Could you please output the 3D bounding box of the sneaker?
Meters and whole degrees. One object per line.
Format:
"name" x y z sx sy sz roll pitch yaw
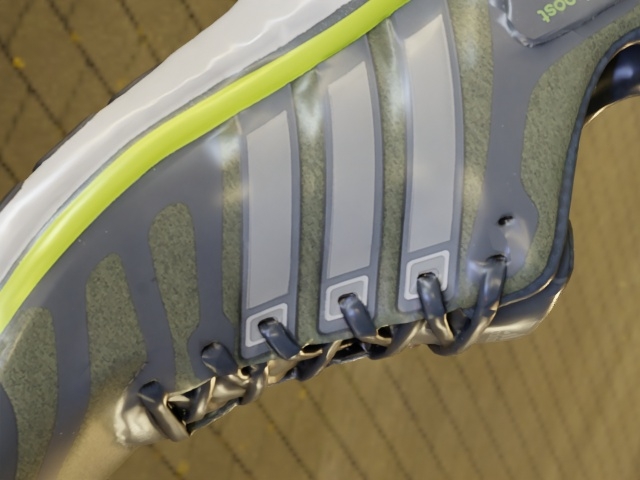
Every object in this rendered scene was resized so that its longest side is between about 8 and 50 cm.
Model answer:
"sneaker" 0.000 0.000 0.443 0.300 0.121 0.111 -47 170 -5
